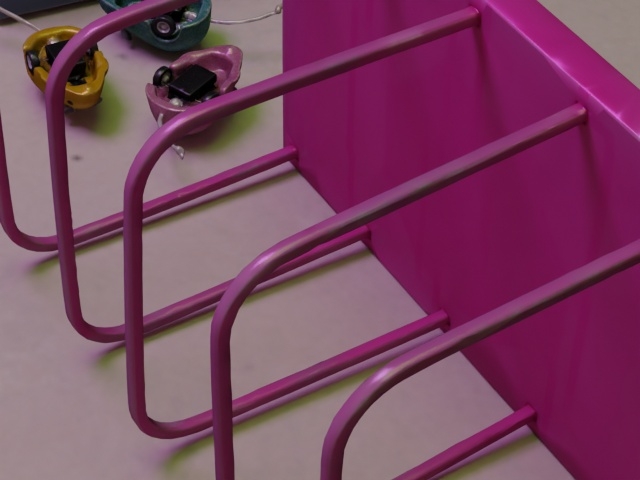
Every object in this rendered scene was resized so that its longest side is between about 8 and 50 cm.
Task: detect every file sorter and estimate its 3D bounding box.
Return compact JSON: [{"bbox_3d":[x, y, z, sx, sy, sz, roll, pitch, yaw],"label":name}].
[{"bbox_3d":[0.000,0.000,0.709,0.182,0.202,0.290,-24,51,-23],"label":"file sorter"}]

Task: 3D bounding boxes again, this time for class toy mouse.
[{"bbox_3d":[-0.083,-0.097,0.916,0.143,0.031,0.161,-21,49,-24],"label":"toy mouse"}]

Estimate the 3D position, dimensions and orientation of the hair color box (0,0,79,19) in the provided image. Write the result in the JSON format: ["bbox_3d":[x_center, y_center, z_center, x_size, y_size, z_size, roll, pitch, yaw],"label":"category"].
[{"bbox_3d":[-0.176,-0.303,1.062,0.185,0.113,0.374,-16,47,-21],"label":"hair color box"}]
